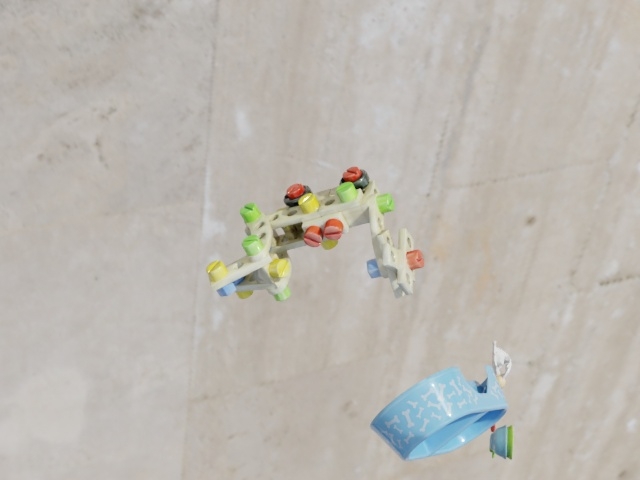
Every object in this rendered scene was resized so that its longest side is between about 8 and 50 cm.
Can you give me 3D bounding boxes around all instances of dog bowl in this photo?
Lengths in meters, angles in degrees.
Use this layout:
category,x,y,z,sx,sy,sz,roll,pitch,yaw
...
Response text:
category,x,y,z,sx,sy,sz,roll,pitch,yaw
dog bowl,0.198,0.275,1.669,0.166,0.074,0.297,-42,157,20

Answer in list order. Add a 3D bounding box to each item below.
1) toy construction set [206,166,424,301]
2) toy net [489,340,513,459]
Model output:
category,x,y,z,sx,sy,sz,roll,pitch,yaw
toy construction set,0.000,0.000,1.643,0.328,0.215,0.151,-2,126,16
toy net,0.362,0.318,2.119,0.045,0.232,0.122,1,170,9
